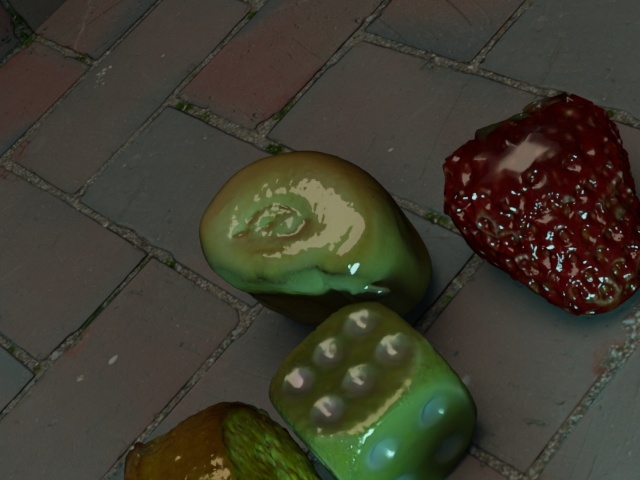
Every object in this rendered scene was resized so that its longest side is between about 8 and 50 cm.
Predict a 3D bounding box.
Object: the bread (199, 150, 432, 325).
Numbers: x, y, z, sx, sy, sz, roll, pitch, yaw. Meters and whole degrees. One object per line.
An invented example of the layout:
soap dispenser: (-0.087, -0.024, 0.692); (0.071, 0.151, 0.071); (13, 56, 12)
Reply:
bread: (0.000, 0.000, 2.025); (0.347, 0.376, 0.253); (0, 71, 24)

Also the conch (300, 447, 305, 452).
conch: (-0.106, 0.368, 1.997); (0.180, 0.088, 0.065); (-16, 89, 10)

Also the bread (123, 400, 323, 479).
bread: (-0.119, 0.411, 1.718); (0.215, 0.398, 0.398); (-35, 43, 13)

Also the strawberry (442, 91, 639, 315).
strawberry: (0.385, -0.048, 1.927); (0.317, 0.295, 0.345); (-13, 55, -30)

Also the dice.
dice: (0.082, 0.257, 1.849); (0.238, 0.233, 0.227); (-43, 45, -8)
